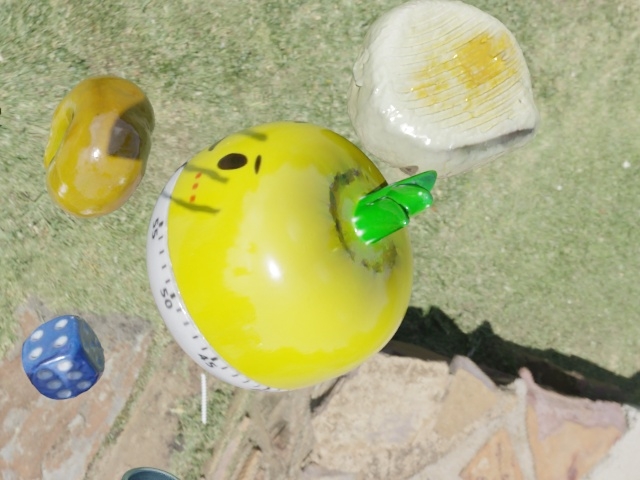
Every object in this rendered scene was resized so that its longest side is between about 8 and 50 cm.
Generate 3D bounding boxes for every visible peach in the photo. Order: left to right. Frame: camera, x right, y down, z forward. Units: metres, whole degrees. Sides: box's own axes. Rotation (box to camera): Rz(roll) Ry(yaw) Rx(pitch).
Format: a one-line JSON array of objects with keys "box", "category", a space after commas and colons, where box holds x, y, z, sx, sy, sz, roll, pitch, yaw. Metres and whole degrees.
[{"box": [-0.377, -0.155, 1.193, 0.153, 0.251, 0.251, 18, 91, -28], "category": "peach"}]

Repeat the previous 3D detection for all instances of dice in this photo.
[{"box": [-0.590, 0.268, 1.626, 0.146, 0.146, 0.143, -25, 130, 0], "category": "dice"}]

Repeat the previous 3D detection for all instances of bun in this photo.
[{"box": [0.139, -0.166, 0.864, 0.243, 0.153, 0.244, 6, 66, -14], "category": "bun"}]

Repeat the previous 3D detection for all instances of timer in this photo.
[{"box": [0.000, 0.000, 0.673, 0.285, 0.285, 0.285, -6, 102, -28], "category": "timer"}]

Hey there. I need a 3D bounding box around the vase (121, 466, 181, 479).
[{"box": [-0.380, 0.631, 1.441, 0.143, 0.143, 0.299, 15, 100, -31], "category": "vase"}]

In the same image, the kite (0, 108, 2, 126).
[{"box": [-0.208, -0.024, 0.127, 0.285, 0.015, 0.152, 12, 136, -13], "category": "kite"}]
